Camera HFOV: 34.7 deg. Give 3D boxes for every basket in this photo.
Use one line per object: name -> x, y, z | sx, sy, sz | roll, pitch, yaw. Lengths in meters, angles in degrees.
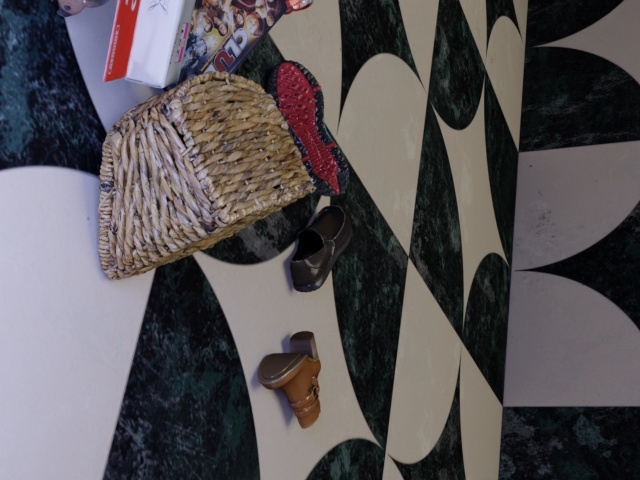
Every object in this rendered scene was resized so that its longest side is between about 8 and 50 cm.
basket -> -0.188, -0.098, 1.425 | 0.213, 0.223, 0.299 | 64, 27, 0

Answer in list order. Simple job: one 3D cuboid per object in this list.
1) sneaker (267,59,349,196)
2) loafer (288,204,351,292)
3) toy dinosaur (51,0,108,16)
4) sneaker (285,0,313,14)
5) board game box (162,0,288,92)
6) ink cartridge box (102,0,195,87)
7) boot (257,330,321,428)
sneaker -> -0.039, -0.199, 1.886 | 0.125, 0.104, 0.262 | 173, -102, -77
loafer -> 0.000, 0.000, 1.924 | 0.220, 0.080, 0.078 | -68, 146, -45
toy dinosaur -> -0.282, -0.407, 1.166 | 0.200, 0.295, 0.127 | 43, 63, -4
sneaker -> -0.083, -0.482, 1.800 | 0.270, 0.090, 0.145 | -3, 87, -69
board game box -> -0.162, -0.327, 1.523 | 0.243, 0.042, 0.165 | -53, 141, -19
ink cartridge box -> -0.196, -0.330, 1.285 | 0.239, 0.060, 0.275 | -90, -167, -78
boot -> -0.043, 0.263, 1.798 | 0.197, 0.073, 0.152 | -36, 123, -60
